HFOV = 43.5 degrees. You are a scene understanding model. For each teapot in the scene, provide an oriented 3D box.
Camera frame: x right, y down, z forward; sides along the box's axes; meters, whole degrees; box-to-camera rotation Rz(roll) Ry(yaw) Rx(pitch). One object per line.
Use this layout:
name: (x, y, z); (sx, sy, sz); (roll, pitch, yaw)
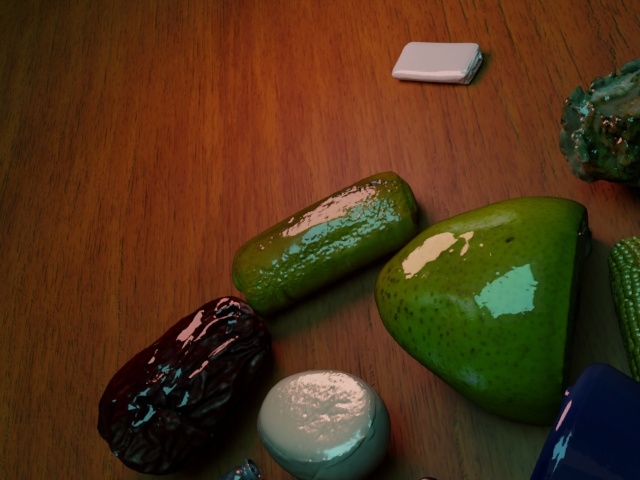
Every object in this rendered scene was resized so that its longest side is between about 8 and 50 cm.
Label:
teapot: (-0.137, 0.412, 1.341); (0.083, 0.049, 0.064); (-38, 47, 5)

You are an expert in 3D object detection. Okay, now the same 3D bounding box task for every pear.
pear: (0.234, 0.075, 1.207); (0.317, 0.238, 0.343); (3, 62, 25)

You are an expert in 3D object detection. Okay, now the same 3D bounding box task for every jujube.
jujube: (-0.234, 0.250, 1.427); (0.342, 0.216, 0.216); (-48, 47, -12)

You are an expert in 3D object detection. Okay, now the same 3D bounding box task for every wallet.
wallet: (0.240, -0.363, 1.635); (0.190, 0.033, 0.095); (10, 68, 38)

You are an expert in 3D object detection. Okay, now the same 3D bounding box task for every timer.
timer: (0.440, 0.335, 0.918); (0.383, 0.270, 0.270); (23, 74, 25)

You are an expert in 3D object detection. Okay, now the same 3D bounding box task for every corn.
corn: (0.467, 0.128, 1.108); (0.101, 0.101, 0.311); (-17, 53, 23)

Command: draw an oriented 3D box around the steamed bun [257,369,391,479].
steamed bun: (0.009, 0.300, 1.266); (0.228, 0.131, 0.177); (6, 53, 37)

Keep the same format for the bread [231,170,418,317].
bread: (0.000, 0.000, 1.489); (0.383, 0.112, 0.166); (-27, 48, 14)

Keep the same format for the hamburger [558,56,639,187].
hamburger: (0.507, -0.176, 1.243); (0.288, 0.192, 0.168); (-27, 50, -19)

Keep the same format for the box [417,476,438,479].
box: (0.161, 0.501, 1.070); (0.289, 0.073, 0.290); (30, 79, 42)
